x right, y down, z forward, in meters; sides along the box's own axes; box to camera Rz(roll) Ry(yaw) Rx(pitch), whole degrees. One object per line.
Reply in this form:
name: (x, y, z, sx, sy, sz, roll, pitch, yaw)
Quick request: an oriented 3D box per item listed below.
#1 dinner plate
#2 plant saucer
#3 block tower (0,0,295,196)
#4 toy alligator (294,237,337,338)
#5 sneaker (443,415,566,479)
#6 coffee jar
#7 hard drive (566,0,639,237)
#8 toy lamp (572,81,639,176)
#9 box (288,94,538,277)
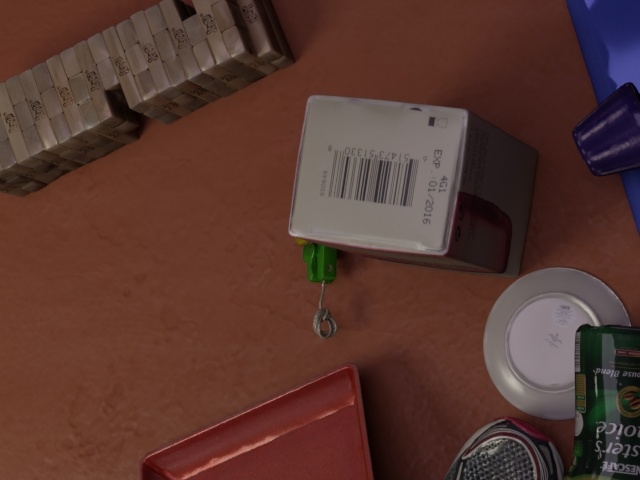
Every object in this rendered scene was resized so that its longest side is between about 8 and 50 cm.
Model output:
dinner plate: (0.216, 0.094, 1.570, 0.141, 0.017, 0.141, -3, 81, 20)
plant saucer: (-0.050, 0.272, 1.585, 0.259, 0.048, 0.258, -26, 48, 21)
block tower: (-0.201, -0.156, 1.727, 0.335, 0.091, 0.097, -26, 74, 17)
toy alligator: (0.000, 0.000, 1.652, 0.051, 0.056, 0.189, -3, 81, 64)
sneaker: (0.122, 0.298, 1.532, 0.121, 0.112, 0.299, 29, 94, 22)
coffee jar: (0.265, 0.168, 1.501, 0.096, 0.079, 0.184, 5, 86, -3)
hard drive: (0.357, -0.130, 1.527, 0.210, 0.040, 0.318, -19, 77, 18)
toy lamp: (0.348, -0.137, 1.469, 0.275, 0.080, 0.080, -27, 75, 13)
box: (0.087, -0.044, 1.520, 0.149, 0.232, 0.126, 7, 87, 23)
